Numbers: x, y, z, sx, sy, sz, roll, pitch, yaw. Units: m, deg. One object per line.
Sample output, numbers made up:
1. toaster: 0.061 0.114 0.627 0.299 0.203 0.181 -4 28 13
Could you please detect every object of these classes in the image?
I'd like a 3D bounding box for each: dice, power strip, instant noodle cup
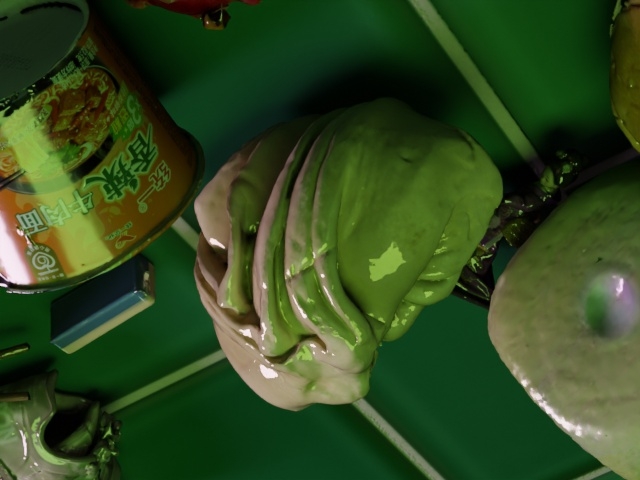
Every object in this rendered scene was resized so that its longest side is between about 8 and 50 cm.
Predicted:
1. dice: 0.340 0.085 1.645 0.254 0.252 0.250 -49 147 17
2. power strip: -0.222 0.065 1.705 0.123 0.056 0.032 -30 132 19
3. instant noodle cup: -0.237 -0.095 1.429 0.230 0.230 0.182 -18 128 8

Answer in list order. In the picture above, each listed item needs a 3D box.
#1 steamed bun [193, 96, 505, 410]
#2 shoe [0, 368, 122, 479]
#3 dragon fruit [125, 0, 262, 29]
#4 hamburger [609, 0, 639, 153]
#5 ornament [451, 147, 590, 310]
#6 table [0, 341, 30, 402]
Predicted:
1. steamed bun: 0.001 -0.003 1.545 0.203 0.276 0.289 32 148 -23
2. shoe: -0.267 0.251 1.850 0.149 0.109 0.293 -23 131 21
3. dragon fruit: -0.106 -0.241 1.347 0.136 0.166 0.133 -59 164 3
4. hamburger: 0.348 -0.173 1.504 0.282 0.155 0.245 25 134 -26
5. ornament: 0.187 -0.028 1.666 0.081 0.088 0.203 17 132 -21
6. table: -0.378 0.091 1.656 0.111 0.121 0.240 -17 137 6
